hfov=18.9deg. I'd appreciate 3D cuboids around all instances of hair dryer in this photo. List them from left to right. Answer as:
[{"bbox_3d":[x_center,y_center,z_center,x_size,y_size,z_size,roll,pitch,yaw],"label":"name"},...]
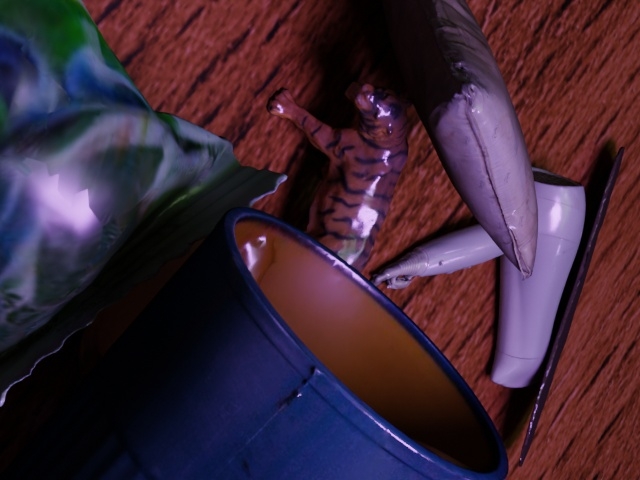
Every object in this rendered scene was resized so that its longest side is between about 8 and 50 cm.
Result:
[{"bbox_3d":[0.133,0.044,1.724,0.237,0.075,0.206,-5,112,-39],"label":"hair dryer"}]

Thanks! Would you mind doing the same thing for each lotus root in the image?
[{"bbox_3d":[-0.115,0.075,1.403,0.221,0.118,0.125,-49,133,-23],"label":"lotus root"}]

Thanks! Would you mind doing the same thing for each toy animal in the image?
[{"bbox_3d":[0.006,0.001,1.517,0.114,0.116,0.255,18,89,-47],"label":"toy animal"}]

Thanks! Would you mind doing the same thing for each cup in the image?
[{"bbox_3d":[-0.069,0.152,1.268,0.242,0.308,0.292,37,103,-22],"label":"cup"}]

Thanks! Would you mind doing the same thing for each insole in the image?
[{"bbox_3d":[0.240,0.062,1.838,0.111,0.007,0.328,67,42,-75],"label":"insole"}]

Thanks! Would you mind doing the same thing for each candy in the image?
[{"bbox_3d":[-0.228,-0.118,1.194,0.263,0.172,0.398,-46,122,-24],"label":"candy"}]

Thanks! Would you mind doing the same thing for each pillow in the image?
[{"bbox_3d":[0.106,-0.121,1.508,0.075,0.302,0.185,-22,125,5],"label":"pillow"}]
